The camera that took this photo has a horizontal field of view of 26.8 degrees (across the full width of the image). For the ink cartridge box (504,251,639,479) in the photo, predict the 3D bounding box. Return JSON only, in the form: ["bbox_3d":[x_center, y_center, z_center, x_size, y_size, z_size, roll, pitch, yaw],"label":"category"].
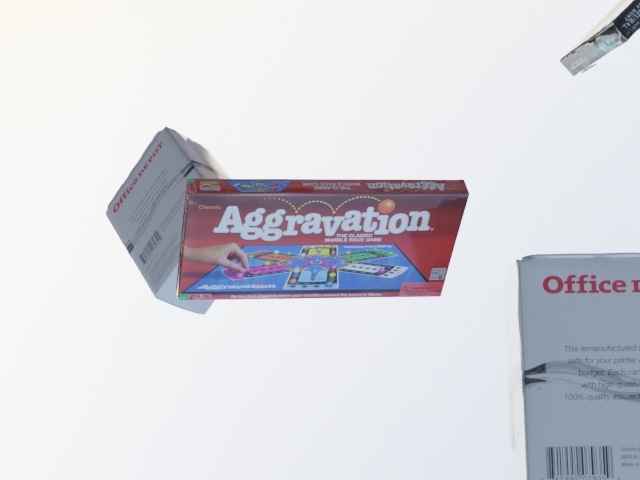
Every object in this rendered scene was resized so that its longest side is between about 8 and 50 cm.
[{"bbox_3d":[0.311,0.174,1.389,0.223,0.308,0.129,-1,169,0],"label":"ink cartridge box"}]

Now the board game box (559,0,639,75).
[{"bbox_3d":[0.326,-0.244,1.323,0.186,0.026,0.126,-44,-177,-15],"label":"board game box"}]

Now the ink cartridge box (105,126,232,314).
[{"bbox_3d":[-0.164,-0.026,1.600,0.140,0.082,0.191,-54,-141,14],"label":"ink cartridge box"}]

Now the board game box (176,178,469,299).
[{"bbox_3d":[0.000,0.000,1.355,0.281,0.145,0.027,-1,-139,-13],"label":"board game box"}]
